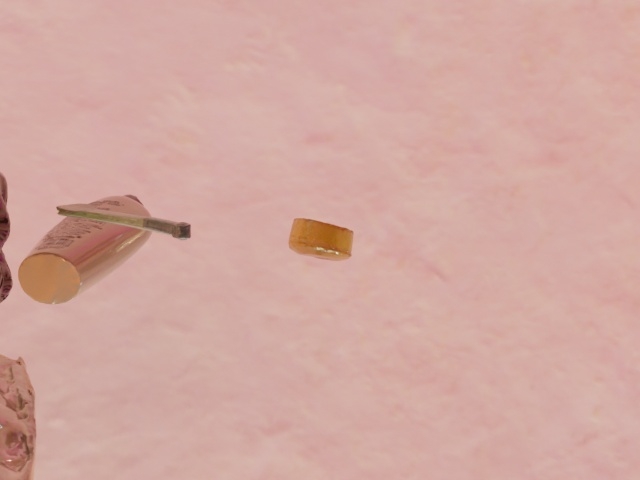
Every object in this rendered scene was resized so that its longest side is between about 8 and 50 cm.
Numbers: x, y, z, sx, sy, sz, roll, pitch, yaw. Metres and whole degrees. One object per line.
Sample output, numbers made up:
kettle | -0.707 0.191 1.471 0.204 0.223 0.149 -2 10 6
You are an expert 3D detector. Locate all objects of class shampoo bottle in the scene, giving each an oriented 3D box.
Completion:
shampoo bottle | -0.279 0.000 1.607 0.257 0.127 0.078 -56 135 -64

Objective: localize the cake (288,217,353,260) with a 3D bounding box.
cake | 0.000 0.000 1.631 0.084 0.084 0.044 13 85 -32

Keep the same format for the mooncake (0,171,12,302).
mooncake | -0.428 0.002 1.315 0.141 0.283 0.283 3 96 -49

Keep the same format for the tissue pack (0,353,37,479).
tissue pack | -0.208 0.177 0.647 0.090 0.186 0.222 14 115 -18

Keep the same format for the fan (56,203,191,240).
fan | -0.184 -0.018 1.221 0.038 0.193 0.016 -5 100 -42
